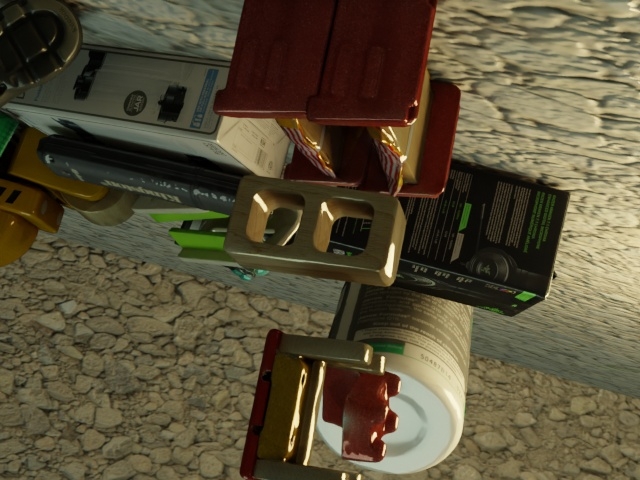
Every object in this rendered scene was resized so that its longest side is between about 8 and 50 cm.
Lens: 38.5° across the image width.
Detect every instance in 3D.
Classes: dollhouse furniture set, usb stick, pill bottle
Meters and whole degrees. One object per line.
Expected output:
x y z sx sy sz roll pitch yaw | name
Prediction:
0.000 0.000 0.725 0.152 0.374 0.201 8 167 16 | dollhouse furniture set
-0.186 -0.071 1.040 0.278 0.045 0.077 14 171 12 | usb stick
0.117 0.141 1.331 0.204 0.361 0.204 6 124 9 | pill bottle

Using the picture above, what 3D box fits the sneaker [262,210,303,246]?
-0.052 0.002 1.616 0.108 0.100 0.271 16 172 28 | sneaker

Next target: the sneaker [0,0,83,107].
-0.356 -0.150 0.900 0.101 0.267 0.106 65 168 -17 | sneaker

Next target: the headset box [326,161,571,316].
0.157 -0.004 1.148 0.283 0.131 0.246 14 171 4 | headset box

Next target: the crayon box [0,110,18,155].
-0.488 -0.117 1.097 0.165 0.081 0.278 33 154 -24 | crayon box

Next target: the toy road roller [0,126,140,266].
-0.484 -0.059 1.513 0.329 0.240 0.202 15 171 1 | toy road roller

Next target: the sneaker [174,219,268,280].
-0.163 -0.002 1.664 0.178 0.124 0.295 21 178 -3 | sneaker

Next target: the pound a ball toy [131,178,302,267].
-0.162 -0.079 1.330 0.208 0.136 0.319 49 155 -24 | pound a ball toy

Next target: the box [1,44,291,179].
-0.195 -0.144 1.041 0.290 0.087 0.169 11 169 24 | box
